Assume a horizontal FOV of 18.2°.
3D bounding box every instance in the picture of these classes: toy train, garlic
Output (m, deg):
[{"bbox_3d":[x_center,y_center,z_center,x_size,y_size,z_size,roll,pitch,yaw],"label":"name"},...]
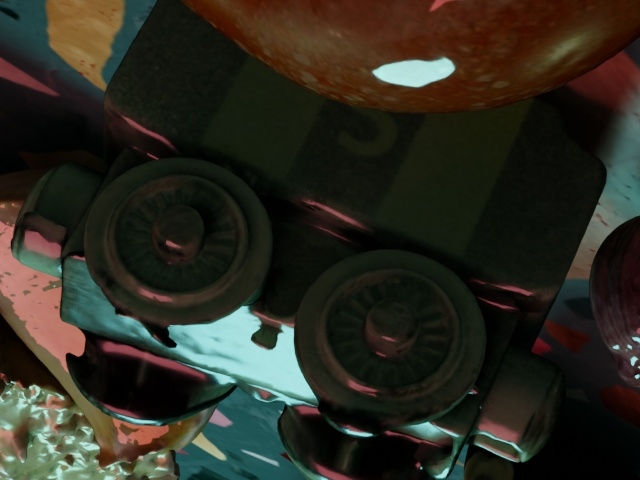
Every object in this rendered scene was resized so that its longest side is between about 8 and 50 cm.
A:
[{"bbox_3d":[0.000,0.000,1.048,0.299,0.238,0.167,23,153,4],"label":"toy train"},{"bbox_3d":[-0.154,0.036,1.356,0.245,0.164,0.145,47,160,-21],"label":"garlic"},{"bbox_3d":[0.214,0.043,1.076,0.147,0.102,0.159,18,153,16],"label":"garlic"}]

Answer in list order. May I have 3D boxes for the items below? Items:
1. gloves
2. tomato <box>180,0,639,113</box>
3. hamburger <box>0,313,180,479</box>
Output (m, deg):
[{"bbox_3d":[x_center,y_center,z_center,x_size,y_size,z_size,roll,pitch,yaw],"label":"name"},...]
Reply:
[{"bbox_3d":[0.138,0.201,1.376,0.197,0.152,0.301,12,176,17],"label":"gloves"},{"bbox_3d":[0.040,-0.187,0.688,0.270,0.222,0.270,19,129,26],"label":"tomato"},{"bbox_3d":[-0.313,0.084,1.477,0.268,0.287,0.445,-42,141,25],"label":"hamburger"}]
